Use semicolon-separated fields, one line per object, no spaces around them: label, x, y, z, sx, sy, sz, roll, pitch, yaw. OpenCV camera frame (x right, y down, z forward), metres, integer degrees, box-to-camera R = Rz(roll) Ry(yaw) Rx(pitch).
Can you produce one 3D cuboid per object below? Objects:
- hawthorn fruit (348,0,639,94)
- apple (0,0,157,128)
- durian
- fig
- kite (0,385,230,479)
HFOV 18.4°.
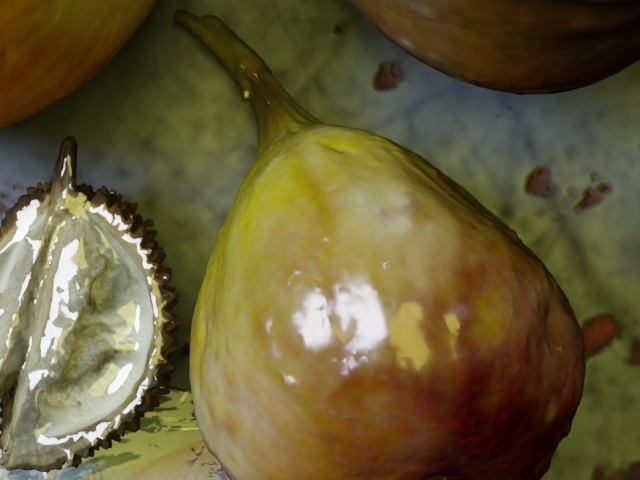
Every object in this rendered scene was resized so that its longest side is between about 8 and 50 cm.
hawthorn fruit;0.079;-0.215;0.765;0.268;0.268;0.301;-37;78;-3
apple;-0.178;-0.172;0.759;0.233;0.286;0.286;7;84;19
durian;-0.106;0.027;0.836;0.110;0.071;0.140;8;91;11
fig;0.000;0.000;0.817;0.159;0.159;0.257;-29;65;-2
kite;-0.118;0.230;0.841;0.204;0.022;0.360;0;83;2
